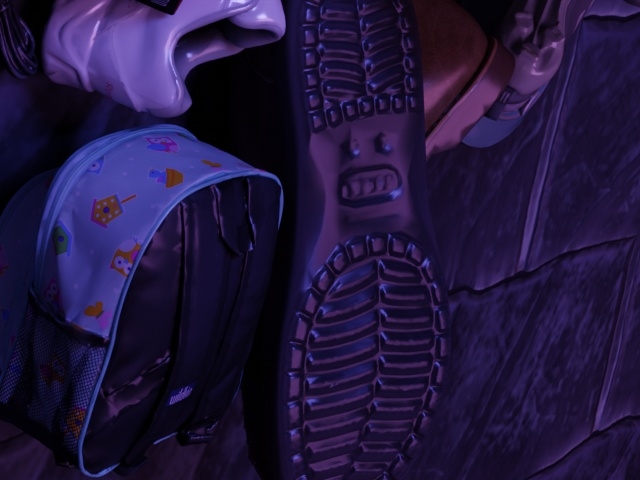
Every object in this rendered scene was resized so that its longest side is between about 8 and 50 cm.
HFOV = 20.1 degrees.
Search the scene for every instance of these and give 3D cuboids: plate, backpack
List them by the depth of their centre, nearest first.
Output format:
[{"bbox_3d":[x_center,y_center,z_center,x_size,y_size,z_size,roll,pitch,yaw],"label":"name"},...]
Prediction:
[{"bbox_3d":[-0.111,0.022,1.074,0.166,0.144,0.188,-15,135,-54],"label":"backpack"},{"bbox_3d":[0.162,-0.164,1.499,0.188,0.024,0.188,-35,136,-43],"label":"plate"}]

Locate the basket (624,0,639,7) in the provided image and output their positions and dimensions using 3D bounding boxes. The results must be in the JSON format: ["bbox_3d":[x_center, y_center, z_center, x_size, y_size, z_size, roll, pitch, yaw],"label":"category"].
[{"bbox_3d":[0.184,-0.299,1.166,0.331,0.328,0.266,3,110,-58],"label":"basket"}]

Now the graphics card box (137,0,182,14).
[{"bbox_3d":[-0.043,-0.261,0.845,0.371,0.094,0.233,146,-33,-77],"label":"graphics card box"}]

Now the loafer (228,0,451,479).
[{"bbox_3d":[0.000,0.000,1.186,0.133,0.130,0.366,-1,96,-34],"label":"loafer"}]

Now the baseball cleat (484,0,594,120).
[{"bbox_3d":[0.168,-0.177,1.426,0.206,0.072,0.109,-56,180,-39],"label":"baseball cleat"}]

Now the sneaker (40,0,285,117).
[{"bbox_3d":[-0.057,-0.166,1.058,0.232,0.115,0.090,-58,169,-9],"label":"sneaker"}]

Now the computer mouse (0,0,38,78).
[{"bbox_3d":[-0.222,-0.093,0.933,0.193,0.042,0.106,-41,141,-37],"label":"computer mouse"}]

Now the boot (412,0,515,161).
[{"bbox_3d":[0.005,-0.055,1.286,0.115,0.112,0.305,43,75,-24],"label":"boot"}]
